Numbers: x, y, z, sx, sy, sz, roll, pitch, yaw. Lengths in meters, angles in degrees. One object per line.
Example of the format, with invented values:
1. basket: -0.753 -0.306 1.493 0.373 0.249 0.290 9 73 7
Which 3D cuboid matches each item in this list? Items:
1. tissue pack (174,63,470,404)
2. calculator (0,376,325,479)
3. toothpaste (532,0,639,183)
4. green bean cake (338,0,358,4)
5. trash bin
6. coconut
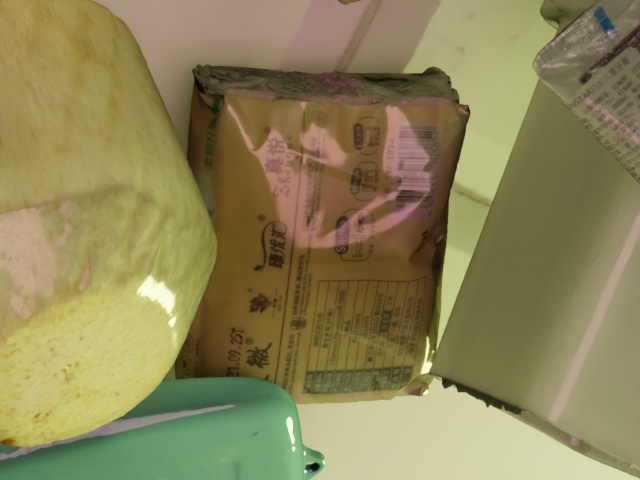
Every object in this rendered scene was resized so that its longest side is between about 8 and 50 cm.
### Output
1. tissue pack: 0.000 0.000 1.354 0.215 0.123 0.257 0 107 -16
2. calculator: -0.182 0.210 1.353 0.386 0.054 0.256 -12 135 -11
3. toothpaste: 0.269 -0.040 1.179 0.114 0.073 0.299 -41 99 -4
4. green bean cake: -0.005 -0.266 1.266 0.085 0.109 0.179 -35 115 -5
5. trash bin: 0.238 -0.022 1.323 0.296 0.256 0.368 29 85 -26
6. coconut: -0.225 -0.033 1.190 0.328 0.329 0.329 -6 110 -16
